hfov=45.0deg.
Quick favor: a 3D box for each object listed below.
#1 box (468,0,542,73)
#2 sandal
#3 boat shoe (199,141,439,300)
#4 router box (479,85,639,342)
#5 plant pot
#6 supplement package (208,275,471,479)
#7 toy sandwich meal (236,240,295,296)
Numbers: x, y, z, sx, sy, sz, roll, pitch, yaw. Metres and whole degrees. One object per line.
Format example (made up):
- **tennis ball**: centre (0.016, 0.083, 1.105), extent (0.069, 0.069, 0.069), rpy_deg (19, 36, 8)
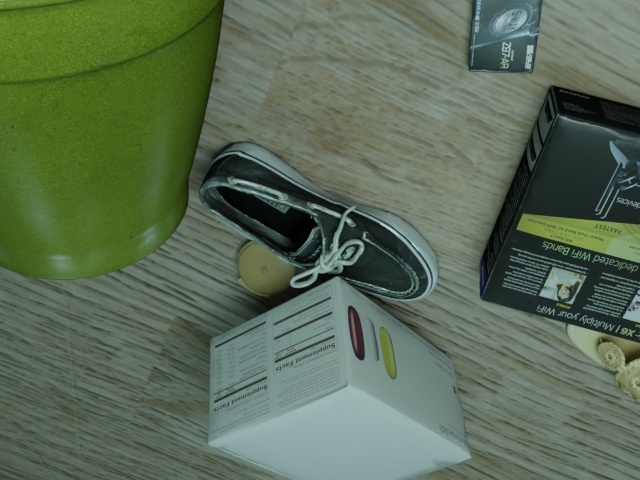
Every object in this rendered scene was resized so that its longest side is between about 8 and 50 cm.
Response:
- **box**: centre (0.186, -0.212, 0.780), extent (0.067, 0.018, 0.083), rpy_deg (5, 123, 9)
- **sandal**: centre (0.414, 0.169, 0.948), extent (0.240, 0.079, 0.088), rpy_deg (31, 123, -9)
- **boat shoe**: centre (0.002, -0.003, 0.901), extent (0.306, 0.105, 0.113), rpy_deg (34, 123, -11)
- **router box**: centre (0.358, -0.008, 0.842), extent (0.309, 0.081, 0.242), rpy_deg (15, 124, 1)
- **plant pot**: centre (-0.256, -0.159, 0.731), extent (0.367, 0.366, 0.353), rpy_deg (10, 135, 5)
- **supplement package**: centre (0.026, 0.195, 0.951), extent (0.204, 0.145, 0.262), rpy_deg (-28, 136, 27)
- **toy sandwich meal**: centre (-0.068, 0.033, 0.987), extent (0.086, 0.029, 0.085), rpy_deg (5, 113, 12)
